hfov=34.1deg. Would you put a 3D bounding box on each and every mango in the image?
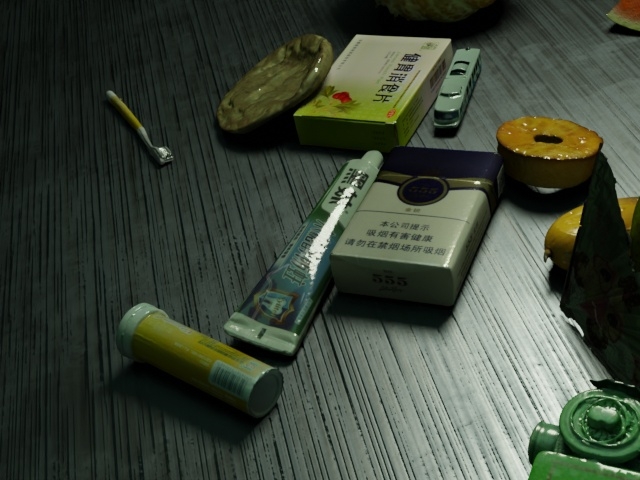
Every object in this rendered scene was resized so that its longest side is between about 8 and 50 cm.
[{"bbox_3d":[0.354,-0.011,1.310,0.187,0.066,0.101,-27,31,-26],"label":"mango"}]

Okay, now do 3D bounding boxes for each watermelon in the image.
[{"bbox_3d":[0.540,-0.394,1.723,0.135,0.094,0.125,-13,45,7],"label":"watermelon"}]

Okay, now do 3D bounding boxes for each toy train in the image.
[{"bbox_3d":[0.218,-0.242,1.660,0.043,0.047,0.207,2,38,20],"label":"toy train"},{"bbox_3d":[0.300,0.245,0.951,0.243,0.132,0.188,10,51,27],"label":"toy train"}]

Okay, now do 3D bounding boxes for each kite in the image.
[{"bbox_3d":[0.323,0.060,1.127,0.013,0.323,0.268,-10,-8,-15],"label":"kite"}]

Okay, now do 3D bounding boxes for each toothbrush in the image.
[{"bbox_3d":[-0.311,-0.197,1.777,0.024,0.021,0.288,-16,36,-23],"label":"toothbrush"}]

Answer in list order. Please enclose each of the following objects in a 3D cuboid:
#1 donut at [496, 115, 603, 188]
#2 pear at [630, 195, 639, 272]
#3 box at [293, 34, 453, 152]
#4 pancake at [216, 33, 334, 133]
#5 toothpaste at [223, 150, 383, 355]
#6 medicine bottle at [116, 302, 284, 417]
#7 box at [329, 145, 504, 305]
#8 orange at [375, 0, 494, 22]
[{"bbox_3d":[0.315,-0.122,1.454,0.152,0.058,0.152,0,31,0],"label":"donut"},{"bbox_3d":[0.423,-0.003,1.144,0.187,0.220,0.187,-30,47,38],"label":"pear"},{"bbox_3d":[0.091,-0.241,1.682,0.175,0.062,0.260,8,42,26],"label":"box"},{"bbox_3d":[-0.073,-0.250,1.719,0.242,0.050,0.242,-31,26,17],"label":"pancake"},{"bbox_3d":[0.000,0.000,1.400,0.099,0.061,0.392,18,47,16],"label":"toothpaste"},{"bbox_3d":[-0.147,0.145,1.254,0.218,0.074,0.074,21,49,33],"label":"medicine bottle"},{"bbox_3d":[0.135,-0.028,1.388,0.168,0.071,0.259,6,41,23],"label":"box"},{"bbox_3d":[0.200,-0.544,1.823,0.329,0.329,0.249,9,26,26],"label":"orange"}]
